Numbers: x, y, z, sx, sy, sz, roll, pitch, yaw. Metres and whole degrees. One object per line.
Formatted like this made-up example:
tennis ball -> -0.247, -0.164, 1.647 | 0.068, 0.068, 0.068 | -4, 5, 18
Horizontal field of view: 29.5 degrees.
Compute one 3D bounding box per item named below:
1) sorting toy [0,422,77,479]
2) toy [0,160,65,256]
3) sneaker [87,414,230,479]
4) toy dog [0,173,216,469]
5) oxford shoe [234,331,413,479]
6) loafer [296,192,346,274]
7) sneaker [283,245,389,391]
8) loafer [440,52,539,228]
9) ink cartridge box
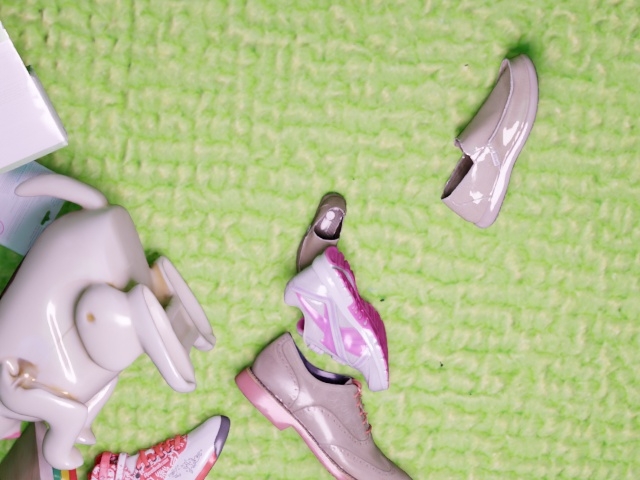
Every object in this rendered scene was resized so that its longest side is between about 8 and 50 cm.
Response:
sorting toy -> -0.458, 0.445, 1.835 | 0.089, 0.257, 0.255 | 32, 99, -25
toy -> -0.502, -0.091, 1.812 | 0.237, 0.056, 0.137 | 29, 101, -14
sneaker -> -0.267, 0.354, 1.896 | 0.145, 0.090, 0.270 | 35, 101, -11
toy dog -> -0.413, 0.146, 1.745 | 0.408, 0.284, 0.395 | -29, 108, 7
oxford shoe -> 0.036, 0.284, 1.878 | 0.348, 0.123, 0.130 | 41, 92, -10
loafer -> 0.000, 0.000, 1.851 | 0.056, 0.050, 0.148 | 15, 101, -5
sneaker -> 0.027, 0.131, 1.852 | 0.111, 0.103, 0.252 | -24, 111, 13
loafer -> 0.249, -0.150, 1.802 | 0.092, 0.102, 0.268 | 13, 102, -10
ink cartridge box -> -0.481, -0.204, 1.701 | 0.171, 0.056, 0.235 | -23, 119, 0
